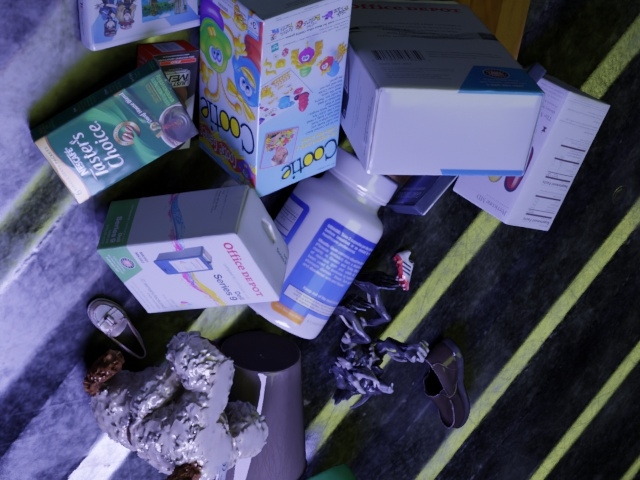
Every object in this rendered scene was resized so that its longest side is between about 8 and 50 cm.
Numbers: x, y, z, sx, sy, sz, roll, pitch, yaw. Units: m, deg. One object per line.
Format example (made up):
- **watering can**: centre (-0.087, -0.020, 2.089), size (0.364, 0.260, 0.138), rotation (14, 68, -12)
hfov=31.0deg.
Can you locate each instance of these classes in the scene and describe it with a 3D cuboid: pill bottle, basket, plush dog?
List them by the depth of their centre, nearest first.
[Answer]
- **plush dog**: centre (-0.234, 0.261, 1.676), size (0.210, 0.225, 0.262), rotation (-57, 142, -29)
- **pill bottle**: centre (0.000, 0.000, 1.755), size (0.152, 0.152, 0.272), rotation (27, 98, -48)
- **basket**: centre (-0.107, 0.274, 1.857), size (0.204, 0.154, 0.226), rotation (-9, 119, -29)

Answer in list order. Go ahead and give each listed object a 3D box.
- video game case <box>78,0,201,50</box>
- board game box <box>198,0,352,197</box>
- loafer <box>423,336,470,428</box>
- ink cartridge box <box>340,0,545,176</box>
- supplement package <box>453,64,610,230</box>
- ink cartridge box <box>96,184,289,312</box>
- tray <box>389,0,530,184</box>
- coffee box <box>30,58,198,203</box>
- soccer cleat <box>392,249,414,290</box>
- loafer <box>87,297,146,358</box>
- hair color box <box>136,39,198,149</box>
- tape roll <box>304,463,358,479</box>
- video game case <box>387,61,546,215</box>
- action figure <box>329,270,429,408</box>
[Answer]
- **video game case**: centre (-0.153, -0.410, 1.424), size (0.329, 0.036, 0.300), rotation (-21, 130, -31)
- **board game box**: centre (-0.065, -0.219, 1.513), size (0.144, 0.142, 0.275), rotation (-24, 139, -30)
- **loafer**: centre (0.232, 0.281, 2.224), size (0.078, 0.080, 0.220), rotation (-22, 126, -17)
- **ink cartridge box**: centre (0.136, -0.214, 1.570), size (0.223, 0.307, 0.129), rotation (-1, 122, -14)
- **supplement package**: centre (0.359, -0.157, 1.977), size (0.134, 0.139, 0.244), rotation (7, 112, -46)
- **ink cartridge box**: centre (-0.169, 0.013, 1.566), size (0.154, 0.212, 0.093), rotation (61, 30, -46)
- **tray**: centre (0.220, -0.298, 1.807), size (0.203, 0.076, 0.410), rotation (-14, 125, -35)
- **coffee box**: centre (-0.260, -0.137, 1.467), size (0.184, 0.040, 0.113), rotation (-30, 127, -3)
- **soccer cleat**: centre (0.149, 0.053, 2.018), size (0.036, 0.029, 0.083), rotation (-29, 129, -18)
- **loafer**: centre (-0.289, 0.128, 1.668), size (0.045, 0.039, 0.125), rotation (-43, 138, -9)
- **hair color box**: centre (-0.206, -0.188, 1.522), size (0.072, 0.043, 0.141), rotation (-14, 127, -35)
- **tape roll**: centre (-0.068, 0.504, 1.991), size (0.321, 0.077, 0.321), rotation (-31, 163, -11)
- **video game case**: centre (0.214, -0.149, 1.729), size (0.026, 0.196, 0.274), rotation (40, 87, -8)
- **action figure**: centre (0.089, 0.195, 1.981), size (0.164, 0.141, 0.275), rotation (-38, 136, -33)
